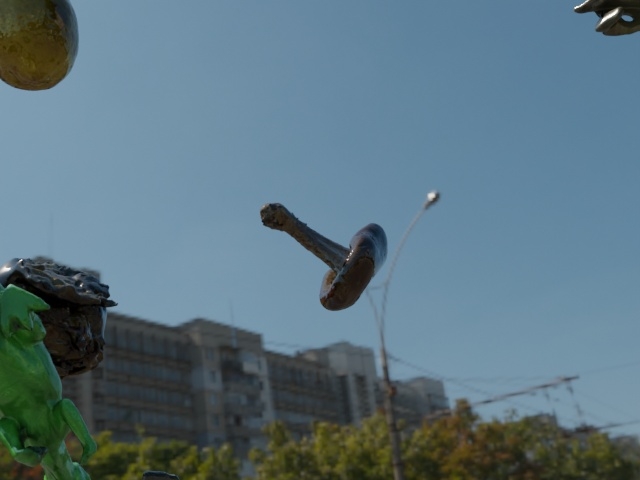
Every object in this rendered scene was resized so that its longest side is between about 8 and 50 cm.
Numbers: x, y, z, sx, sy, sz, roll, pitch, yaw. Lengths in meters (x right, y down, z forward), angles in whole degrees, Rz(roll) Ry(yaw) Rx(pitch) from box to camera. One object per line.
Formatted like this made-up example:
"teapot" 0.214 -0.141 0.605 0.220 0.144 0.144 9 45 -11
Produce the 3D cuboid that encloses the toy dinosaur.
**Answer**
"toy dinosaur" -0.415 0.119 1.254 0.144 0.500 0.375 -25 -38 -14

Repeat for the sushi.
"sushi" -0.439 0.137 1.475 0.213 0.204 0.200 18 2 -26

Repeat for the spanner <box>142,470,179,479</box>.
"spanner" -0.134 0.316 1.063 0.071 0.017 0.302 -19 -39 11

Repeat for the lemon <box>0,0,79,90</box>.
"lemon" -0.480 -0.340 1.574 0.170 0.207 0.170 -10 -18 -3

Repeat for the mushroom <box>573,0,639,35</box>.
"mushroom" 0.244 -0.231 0.544 0.266 0.164 0.189 0 -22 -2

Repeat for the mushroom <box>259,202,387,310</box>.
"mushroom" 0.000 0.000 1.590 0.148 0.217 0.227 -55 -3 10
